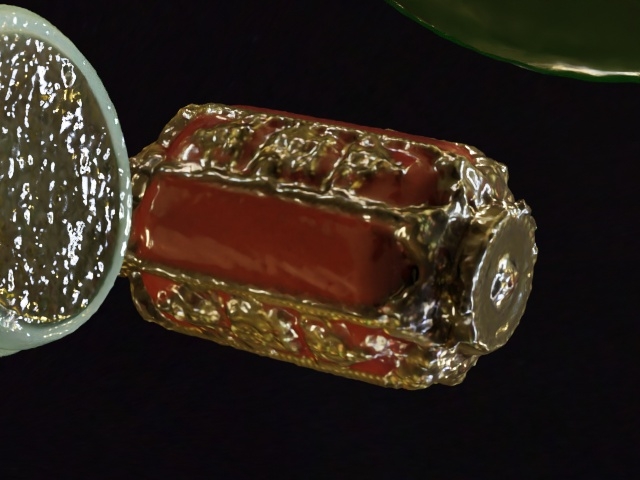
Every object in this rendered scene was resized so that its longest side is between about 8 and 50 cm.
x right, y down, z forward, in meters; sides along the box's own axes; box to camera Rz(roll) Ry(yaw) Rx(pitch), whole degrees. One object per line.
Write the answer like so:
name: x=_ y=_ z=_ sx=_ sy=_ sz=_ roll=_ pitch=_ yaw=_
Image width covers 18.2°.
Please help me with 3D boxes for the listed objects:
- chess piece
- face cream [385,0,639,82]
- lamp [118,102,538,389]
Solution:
chess piece: x=-0.277 y=-0.021 z=1.135 sx=0.299 sy=0.194 sz=0.194 roll=-7 pitch=-96 yaw=31
face cream: x=0.104 y=-0.195 z=0.610 sx=0.219 sy=0.357 sz=0.312 roll=-22 pitch=-75 yaw=19
lamp: x=0.000 y=0.000 z=1.282 sx=0.274 sy=0.177 sz=0.177 roll=10 pitch=-100 yaw=27
